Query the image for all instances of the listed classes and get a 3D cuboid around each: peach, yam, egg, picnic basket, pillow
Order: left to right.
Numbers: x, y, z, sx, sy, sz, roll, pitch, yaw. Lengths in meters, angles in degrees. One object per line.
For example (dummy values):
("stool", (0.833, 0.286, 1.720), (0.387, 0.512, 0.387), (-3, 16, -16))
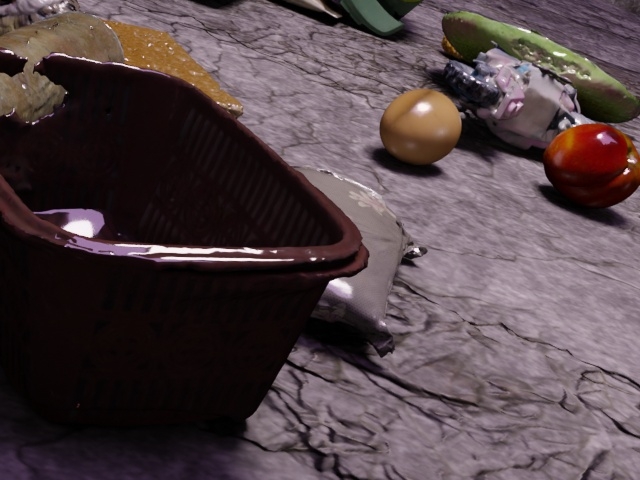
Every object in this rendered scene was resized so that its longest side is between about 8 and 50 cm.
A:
("yam", (-0.243, -0.120, 1.016), (0.093, 0.093, 0.259), (22, 21, 6))
("picnic basket", (-0.127, -0.002, 0.764), (0.222, 0.129, 0.297), (3, 25, -34))
("pillow", (0.000, 0.000, 0.979), (0.169, 0.059, 0.255), (23, 19, 1))
("egg", (0.102, -0.117, 1.337), (0.080, 0.080, 0.096), (27, 18, 19))
("peach", (0.295, -0.080, 1.411), (0.100, 0.101, 0.101), (17, 20, -7))

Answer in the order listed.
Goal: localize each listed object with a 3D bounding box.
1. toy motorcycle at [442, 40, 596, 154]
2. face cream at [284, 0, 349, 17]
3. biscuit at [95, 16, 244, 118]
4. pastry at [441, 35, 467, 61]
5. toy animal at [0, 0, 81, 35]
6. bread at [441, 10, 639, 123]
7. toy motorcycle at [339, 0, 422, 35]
("toy motorcycle", (0.256, -0.156, 1.531), (0.204, 0.108, 0.239), (35, 33, 15))
("face cream", (-0.114, -0.415, 1.922), (0.341, 0.084, 0.137), (29, 14, 2))
("biscuit", (-0.176, -0.177, 1.315), (0.131, 0.025, 0.231), (8, 23, -31))
("pastry", (0.256, -0.287, 1.948), (0.140, 0.056, 0.080), (9, 15, -27))
("toy animal", (-0.249, -0.198, 1.204), (0.137, 0.098, 0.098), (22, 19, -12))
("bread", (0.291, -0.226, 1.745), (0.301, 0.045, 0.301), (28, 1, -1))
("toy motorcycle", (0.029, -0.462, 1.932), (0.326, 0.200, 0.191), (46, 14, -14))
